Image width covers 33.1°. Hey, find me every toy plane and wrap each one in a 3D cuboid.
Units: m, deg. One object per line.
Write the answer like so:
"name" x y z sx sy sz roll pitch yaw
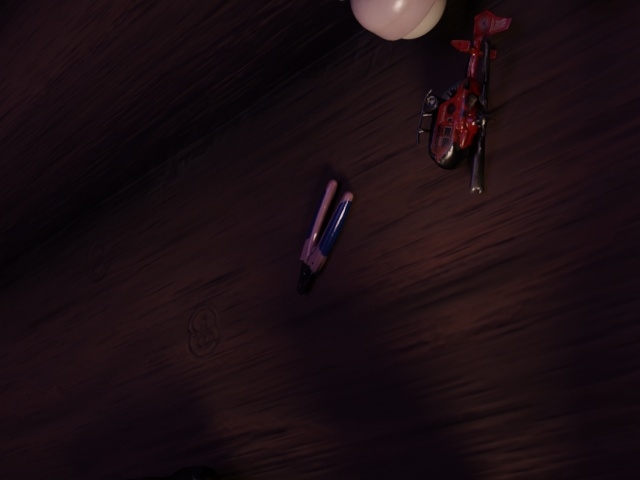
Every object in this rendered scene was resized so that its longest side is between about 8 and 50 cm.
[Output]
"toy plane" 0.117 -0.113 0.866 0.060 0.037 0.145 18 98 48

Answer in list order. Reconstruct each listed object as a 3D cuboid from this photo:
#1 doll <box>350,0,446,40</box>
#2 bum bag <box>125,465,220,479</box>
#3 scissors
"doll" 0.131 -0.245 0.824 0.365 0.094 0.160 -7 68 49
"bum bag" -0.169 0.310 1.112 0.326 0.079 0.142 -23 58 51
"scissors" 0.000 0.000 1.009 0.039 0.012 0.113 39 113 49
